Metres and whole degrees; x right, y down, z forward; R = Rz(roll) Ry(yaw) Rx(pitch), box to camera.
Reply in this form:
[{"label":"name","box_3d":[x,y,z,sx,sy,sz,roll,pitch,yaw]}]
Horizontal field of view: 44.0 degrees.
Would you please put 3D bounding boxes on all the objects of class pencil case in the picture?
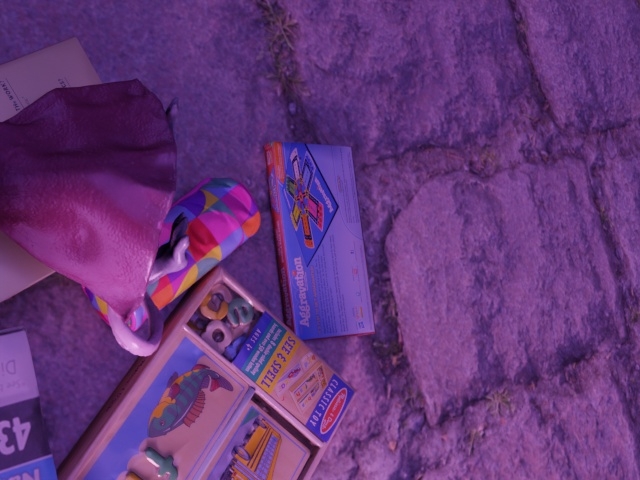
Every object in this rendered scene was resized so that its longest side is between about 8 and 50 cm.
[{"label":"pencil case","box_3d":[-0.179,0.011,0.961,0.236,0.104,0.104,-40,104,-37]}]

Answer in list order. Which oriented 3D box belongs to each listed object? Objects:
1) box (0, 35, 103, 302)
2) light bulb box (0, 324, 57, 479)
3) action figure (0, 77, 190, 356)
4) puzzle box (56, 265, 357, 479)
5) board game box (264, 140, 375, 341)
[{"label":"box","box_3d":[-0.328,-0.067,0.858,0.243,0.117,0.214,-36,102,-37]},{"label":"light bulb box","box_3d":[-0.413,0.219,0.578,0.357,0.361,0.225,-11,87,-38]},{"label":"action figure","box_3d":[-0.314,-0.062,0.720,0.370,0.248,0.276,2,121,-24]},{"label":"puzzle box","box_3d":[-0.144,0.269,0.956,0.272,0.052,0.409,45,57,-20]},{"label":"board game box","box_3d":[0.000,0.000,1.137,0.145,0.027,0.281,-1,80,-38]}]
